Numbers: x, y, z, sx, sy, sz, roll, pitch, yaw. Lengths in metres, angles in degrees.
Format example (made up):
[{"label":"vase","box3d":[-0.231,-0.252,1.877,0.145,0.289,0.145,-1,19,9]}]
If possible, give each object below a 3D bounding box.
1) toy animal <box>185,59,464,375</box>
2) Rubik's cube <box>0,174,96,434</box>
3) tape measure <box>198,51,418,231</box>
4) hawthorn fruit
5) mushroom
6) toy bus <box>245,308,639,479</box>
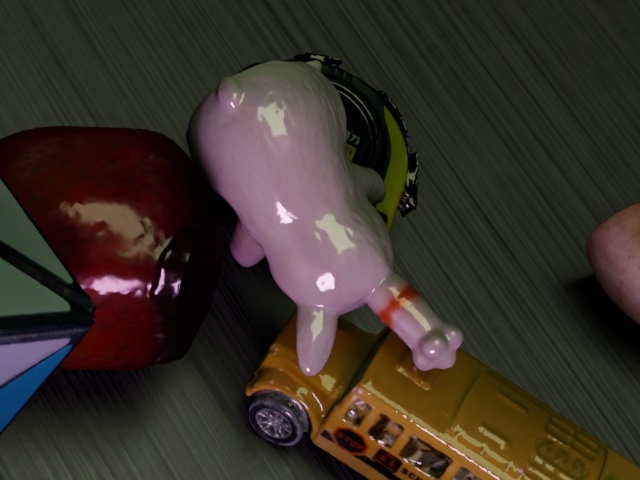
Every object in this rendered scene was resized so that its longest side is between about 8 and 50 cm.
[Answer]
[{"label":"toy animal","box3d":[-0.004,-0.007,1.507,0.140,0.138,0.282,-29,93,1]},{"label":"Rubik's cube","box3d":[-0.348,0.049,1.281,0.250,0.248,0.246,52,25,17]},{"label":"tape measure","box3d":[-0.010,-0.064,1.661,0.199,0.112,0.186,28,56,-10]},{"label":"hawthorn fruit","box3d":[-0.198,0.009,1.463,0.249,0.215,0.215,-2,56,-9]},{"label":"mushroom","box3d":[0.390,0.006,1.735,0.253,0.195,0.189,-31,76,-35]},{"label":"toy bus","box3d":[0.107,0.165,1.533,0.335,0.123,0.121,34,49,1]}]
